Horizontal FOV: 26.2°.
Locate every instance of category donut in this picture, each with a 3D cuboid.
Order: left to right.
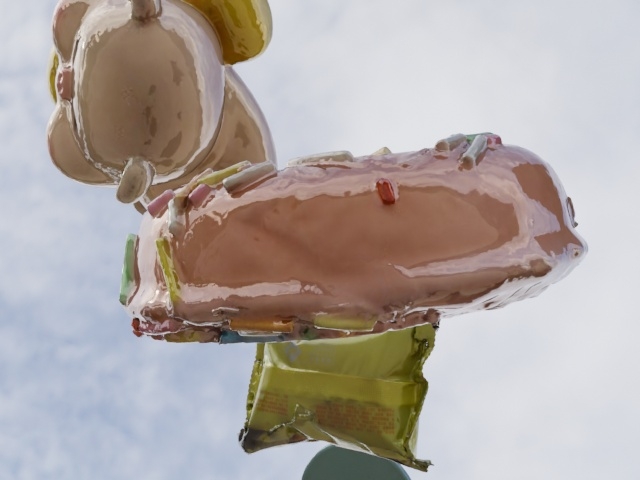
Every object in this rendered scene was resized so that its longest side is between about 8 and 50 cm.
[{"bbox_3d":[0.000,0.000,0.674,0.233,0.199,0.085,-5,-87,48],"label":"donut"}]

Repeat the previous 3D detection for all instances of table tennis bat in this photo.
[{"bbox_3d":[0.079,0.347,1.700,0.237,0.038,0.149,38,-72,10],"label":"table tennis bat"}]

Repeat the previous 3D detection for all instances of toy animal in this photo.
[{"bbox_3d":[-0.204,-0.133,1.492,0.277,0.247,0.345,4,-66,18],"label":"toy animal"}]

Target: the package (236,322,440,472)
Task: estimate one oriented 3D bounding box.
[{"bbox_3d":[0.019,0.141,1.347,0.226,0.090,0.168,4,-94,33],"label":"package"}]
